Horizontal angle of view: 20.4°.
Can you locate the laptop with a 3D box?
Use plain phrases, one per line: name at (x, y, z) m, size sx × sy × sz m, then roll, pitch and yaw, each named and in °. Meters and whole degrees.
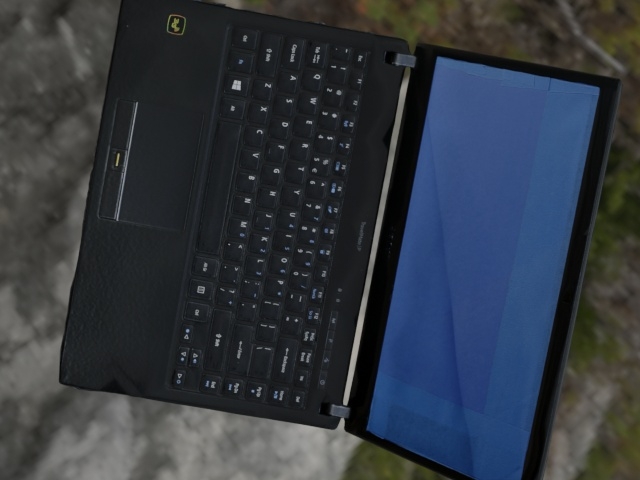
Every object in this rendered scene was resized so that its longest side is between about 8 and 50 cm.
laptop at (0.000, 0.000, 0.966) m, size 0.264 × 0.136 × 0.234 m, roll 10°, pitch 96°, yaw -5°
